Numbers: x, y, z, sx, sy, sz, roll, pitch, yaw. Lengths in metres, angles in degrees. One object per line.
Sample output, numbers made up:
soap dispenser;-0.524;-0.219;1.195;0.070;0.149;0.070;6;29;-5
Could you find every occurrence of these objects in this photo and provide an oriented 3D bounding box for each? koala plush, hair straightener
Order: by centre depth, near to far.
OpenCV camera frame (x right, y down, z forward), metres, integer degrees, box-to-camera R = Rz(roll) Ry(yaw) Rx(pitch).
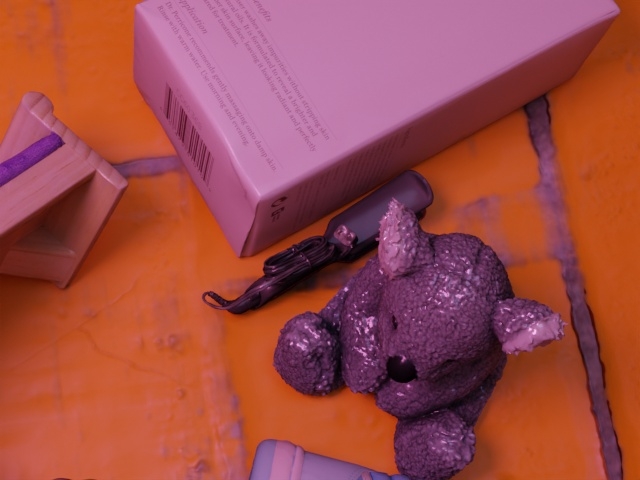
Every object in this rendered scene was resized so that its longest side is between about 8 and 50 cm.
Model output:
koala plush;0.094;0.058;1.186;0.196;0.221;0.203;37;69;7
hair straightener;0.000;0.000;1.265;0.230;0.089;0.047;-26;77;-16

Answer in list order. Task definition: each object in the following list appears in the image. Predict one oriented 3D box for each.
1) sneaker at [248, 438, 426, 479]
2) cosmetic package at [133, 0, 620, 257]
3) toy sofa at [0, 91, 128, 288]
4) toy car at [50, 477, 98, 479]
sneaker;0.028;0.321;1.133;0.208;0.127;0.318;8;70;-4
cosmetic package;0.046;-0.178;1.305;0.385;0.156;0.217;-27;76;-17
toy sofa;-0.332;0.017;1.102;0.177;0.150;0.362;41;42;6
toy car;-0.173;0.289;1.112;0.149;0.155;0.188;19;81;-1
